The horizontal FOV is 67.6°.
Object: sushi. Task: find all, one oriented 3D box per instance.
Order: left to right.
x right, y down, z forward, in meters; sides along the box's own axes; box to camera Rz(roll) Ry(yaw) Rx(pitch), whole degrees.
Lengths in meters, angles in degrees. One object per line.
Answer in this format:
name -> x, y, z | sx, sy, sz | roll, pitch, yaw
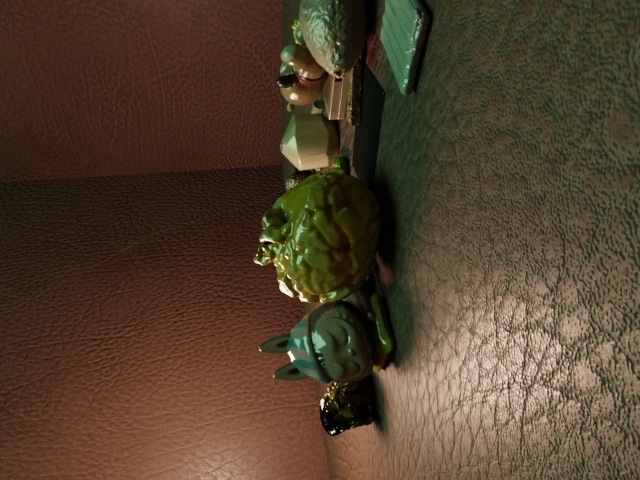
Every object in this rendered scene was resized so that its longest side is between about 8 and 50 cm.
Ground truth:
sushi -> 0.095, 0.548, 1.654 | 0.200, 0.213, 0.204 | -39, 69, 53

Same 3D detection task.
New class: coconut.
coconut -> -0.050, -0.389, 1.893 | 0.241, 0.241, 0.241 | 175, 90, -81

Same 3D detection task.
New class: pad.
pad -> 0.137, -0.318, 1.436 | 0.247, 0.007, 0.367 | -106, 13, -48

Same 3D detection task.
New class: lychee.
lychee -> -0.106, -0.304, 2.502 | 0.197, 0.165, 0.165 | 65, 172, -5

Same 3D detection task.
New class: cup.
cup -> -0.007, -0.581, 2.114 | 0.054, 0.075, 0.083 | 46, 158, 9

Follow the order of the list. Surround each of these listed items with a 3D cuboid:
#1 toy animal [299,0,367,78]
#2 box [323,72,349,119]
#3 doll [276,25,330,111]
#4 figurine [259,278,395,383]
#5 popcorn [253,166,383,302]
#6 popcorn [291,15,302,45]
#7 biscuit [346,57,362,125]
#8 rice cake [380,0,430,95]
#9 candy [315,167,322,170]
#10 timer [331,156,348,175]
toy animal -> 0.037, -0.617, 1.324 | 0.226, 0.188, 0.358 | 96, 166, -69
box -> 0.054, -0.545, 1.671 | 0.201, 0.058, 0.141 | 98, 165, -52
doll -> -0.044, -0.575, 1.600 | 0.235, 0.174, 0.330 | -66, 8, -9
figurine -> -0.002, 0.259, 1.460 | 0.361, 0.377, 0.266 | -106, 14, -47
popcorn -> 0.016, -0.008, 1.375 | 0.354, 0.390, 0.344 | 60, -143, -7
popcorn -> -0.020, -0.750, 1.727 | 0.195, 0.173, 0.168 | -164, 70, -64
biscuit -> 0.103, -0.452, 1.445 | 0.064, 0.034, 0.199 | -109, 18, -57
rice cake -> 0.175, -0.444, 1.011 | 0.189, 0.037, 0.198 | 95, 166, -50
candy -> -0.008, -0.336, 2.314 | 0.123, 0.035, 0.035 | 84, -171, -76
timer -> 0.072, -0.244, 1.763 | 0.140, 0.047, 0.128 | -140, 47, -78
